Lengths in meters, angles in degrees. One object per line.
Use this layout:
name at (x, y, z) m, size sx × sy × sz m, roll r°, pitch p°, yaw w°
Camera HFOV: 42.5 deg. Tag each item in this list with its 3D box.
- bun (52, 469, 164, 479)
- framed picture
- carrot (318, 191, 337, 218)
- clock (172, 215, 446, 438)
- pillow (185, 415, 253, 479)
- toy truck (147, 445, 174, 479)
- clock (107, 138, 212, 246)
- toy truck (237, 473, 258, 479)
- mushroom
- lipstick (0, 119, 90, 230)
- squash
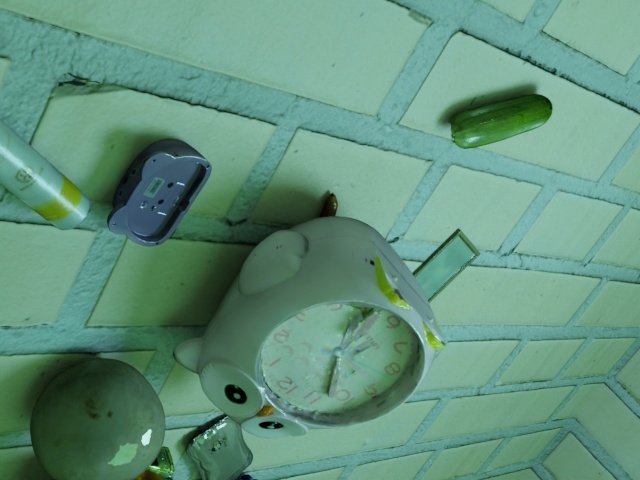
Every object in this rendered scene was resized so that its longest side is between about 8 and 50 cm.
bun at (-0.338, 0.470, 1.398) m, size 0.299 × 0.298 × 0.165 m, roll 77°, pitch 24°, yaw -51°
framed picture at (0.243, 0.072, 1.735) m, size 0.201 × 0.010 × 0.136 m, roll -44°, pitch 145°, yaw 5°
carrot at (0.000, 0.000, 1.409) m, size 0.037 × 0.037 × 0.190 m, roll -13°, pitch 134°, yaw -34°
clock at (-0.016, 0.147, 1.340) m, size 0.376 × 0.251 × 0.368 m, roll -33°, pitch 121°, yaw 15°
pillow at (-0.202, 0.438, 1.685) m, size 0.130 × 0.038 × 0.233 m, roll -31°, pitch 142°, yaw -22°
toy truck at (-0.354, 0.450, 1.527) m, size 0.100 × 0.077 × 0.169 m, roll 28°, pitch 110°, yaw -39°
clock at (-0.226, -0.069, 1.111) m, size 0.110 × 0.050 × 0.153 m, roll 15°, pitch 116°, yaw -50°
toy truck at (-0.183, 0.551, 1.810) m, size 0.074 × 0.063 × 0.136 m, roll -24°, pitch 142°, yaw 9°
mushroom at (-0.342, 0.285, 1.290) m, size 0.204 × 0.204 × 0.204 m, roll -25°, pitch 142°, yaw -22°
lipstick at (-0.363, -0.098, 0.946) m, size 0.059 × 0.059 × 0.264 m, roll -40°, pitch 144°, yaw -2°
squash at (0.318, -0.211, 1.454) m, size 0.238 × 0.069 × 0.069 m, roll -18°, pitch 139°, yaw -29°
